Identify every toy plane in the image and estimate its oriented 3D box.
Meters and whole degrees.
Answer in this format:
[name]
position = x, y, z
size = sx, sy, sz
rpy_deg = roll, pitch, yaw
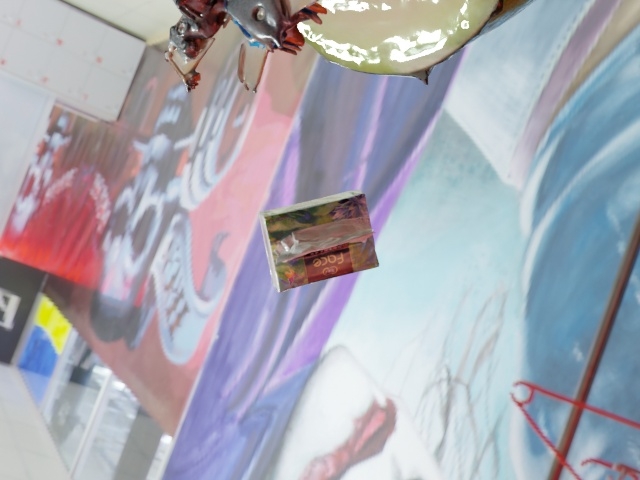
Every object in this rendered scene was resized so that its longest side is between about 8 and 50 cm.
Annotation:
[toy plane]
position = -0.068, -0.173, 0.510
size = 0.188, 0.135, 0.062
rpy_deg = 50, -155, 17

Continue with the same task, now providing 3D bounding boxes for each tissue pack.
[tissue pack]
position = -0.001, 0.000, 0.904
size = 0.111, 0.085, 0.079
rpy_deg = -13, -171, -8

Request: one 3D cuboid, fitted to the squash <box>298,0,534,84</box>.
[squash]
position = 0.133, -0.324, 0.691
size = 0.263, 0.384, 0.263
rpy_deg = 27, 139, 26
